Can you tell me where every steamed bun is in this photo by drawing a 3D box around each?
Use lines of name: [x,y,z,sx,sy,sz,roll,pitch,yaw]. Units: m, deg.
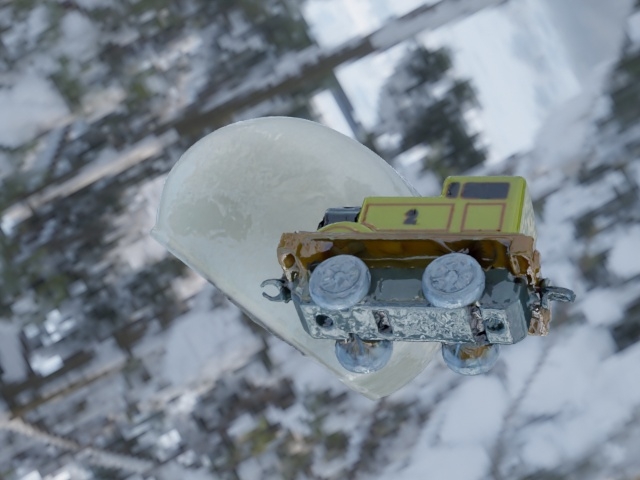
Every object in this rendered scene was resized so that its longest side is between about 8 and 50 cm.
steamed bun: [0.000,0.000,1.330,0.241,0.164,0.146,37,-179,20]

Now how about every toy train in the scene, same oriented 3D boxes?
toy train: [0.068,0.018,1.135,0.089,0.219,0.127,70,-152,-44]
